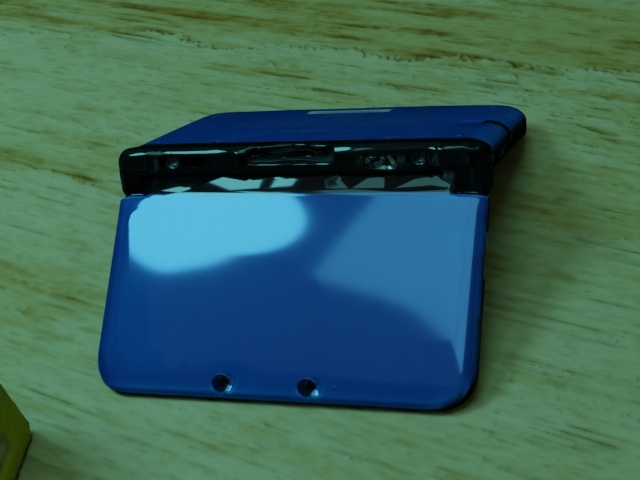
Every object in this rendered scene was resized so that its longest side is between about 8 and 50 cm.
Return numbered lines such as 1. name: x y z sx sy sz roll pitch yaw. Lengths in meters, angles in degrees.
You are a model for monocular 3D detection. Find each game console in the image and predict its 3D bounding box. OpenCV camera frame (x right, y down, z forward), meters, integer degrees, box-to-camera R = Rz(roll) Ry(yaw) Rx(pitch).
1. game console: 0.000 0.000 0.953 0.293 0.173 0.250 1 16 20

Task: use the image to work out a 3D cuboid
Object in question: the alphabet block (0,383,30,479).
1. alphabet block: -0.338 0.151 0.805 0.197 0.192 0.193 -5 47 16
